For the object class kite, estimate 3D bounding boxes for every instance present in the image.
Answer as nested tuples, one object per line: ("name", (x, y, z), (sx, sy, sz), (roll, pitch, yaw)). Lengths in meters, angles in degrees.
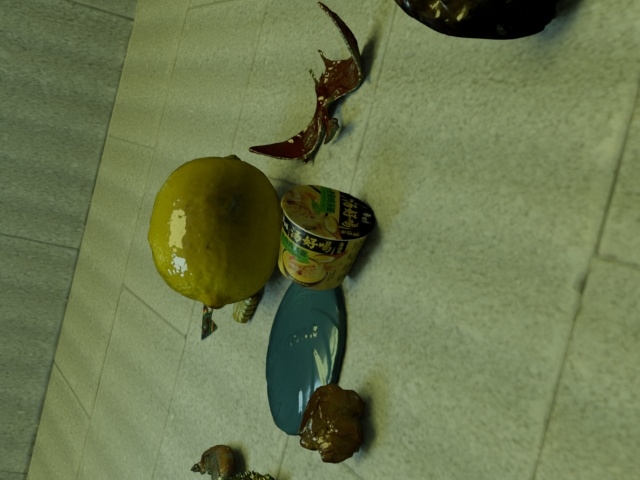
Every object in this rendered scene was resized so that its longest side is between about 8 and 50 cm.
("kite", (-0.243, 0.177, 2.306), (0.122, 0.004, 0.090), (43, 117, 62))

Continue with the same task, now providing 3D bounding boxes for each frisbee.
("frisbee", (-0.043, 0.183, 1.811), (0.289, 0.049, 0.289), (-41, 42, 53))

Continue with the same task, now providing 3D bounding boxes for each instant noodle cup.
("instant noodle cup", (0.000, 0.000, 1.703), (0.151, 0.152, 0.122), (-113, 32, -53))

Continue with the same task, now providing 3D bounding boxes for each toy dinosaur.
("toy dinosaur", (-0.026, -0.259, 1.913), (0.327, 0.113, 0.206), (152, 126, -62))

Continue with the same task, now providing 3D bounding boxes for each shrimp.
("shrimp", (-0.208, 0.447, 2.016), (0.132, 0.052, 0.187), (-69, 14, -12))

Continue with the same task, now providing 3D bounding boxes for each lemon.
("lemon", (-0.194, -0.017, 1.997), (0.260, 0.261, 0.283), (-6, 92, 65))

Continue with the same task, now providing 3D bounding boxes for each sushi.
("sushi", (0.202, -0.355, 1.347), (0.213, 0.204, 0.200), (-68, 21, 9))

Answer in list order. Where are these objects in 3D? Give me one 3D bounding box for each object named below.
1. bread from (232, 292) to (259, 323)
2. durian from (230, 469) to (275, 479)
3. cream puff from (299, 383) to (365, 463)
("bread", (-0.144, 0.124, 2.081), (0.049, 0.034, 0.088), (53, 132, 42))
("durian", (-0.147, 0.475, 1.846), (0.220, 0.096, 0.137), (125, 154, -61))
("cream puff", (0.021, 0.272, 1.586), (0.122, 0.094, 0.116), (-80, 11, -79))
